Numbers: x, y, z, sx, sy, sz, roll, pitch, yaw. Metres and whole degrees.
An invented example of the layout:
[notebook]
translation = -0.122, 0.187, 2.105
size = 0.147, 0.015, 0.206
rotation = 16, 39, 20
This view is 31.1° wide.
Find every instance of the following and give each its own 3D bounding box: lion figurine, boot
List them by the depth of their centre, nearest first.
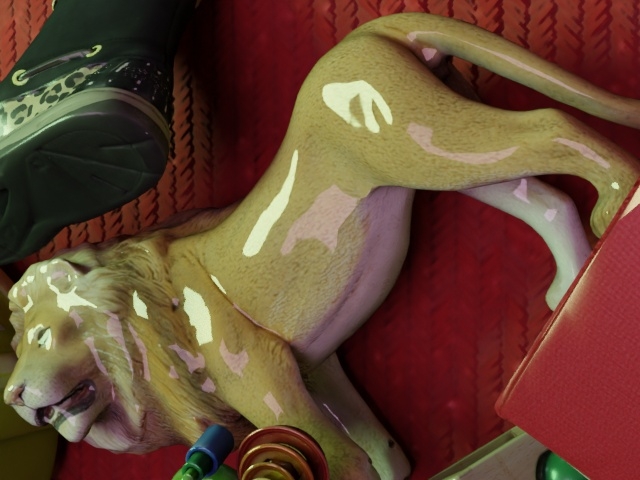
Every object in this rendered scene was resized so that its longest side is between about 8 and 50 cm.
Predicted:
[lion figurine]
translation = 0.000, 0.000, 0.622
size = 0.240, 0.142, 0.392
rotation = 46, 108, 15
[boot]
translation = -0.166, -0.086, 0.691
size = 0.236, 0.085, 0.178
rotation = -17, 45, 33

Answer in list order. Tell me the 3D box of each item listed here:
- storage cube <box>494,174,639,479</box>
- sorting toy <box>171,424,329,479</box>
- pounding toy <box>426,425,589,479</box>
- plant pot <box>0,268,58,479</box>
[storage cube]
translation = 0.216, 0.027, 0.460
size = 0.184, 0.215, 0.193
rotation = 37, 117, 20
[sorting toy]
translation = -0.045, 0.126, 0.569
size = 0.102, 0.042, 0.061
rotation = -36, 94, 25
[pounding toy]
translation = 0.105, 0.143, 0.543
size = 0.100, 0.130, 0.141
rotation = 60, 152, 10
[plant pot]
translation = -0.297, 0.107, 0.745
size = 0.228, 0.227, 0.207
rotation = 43, 106, 19
